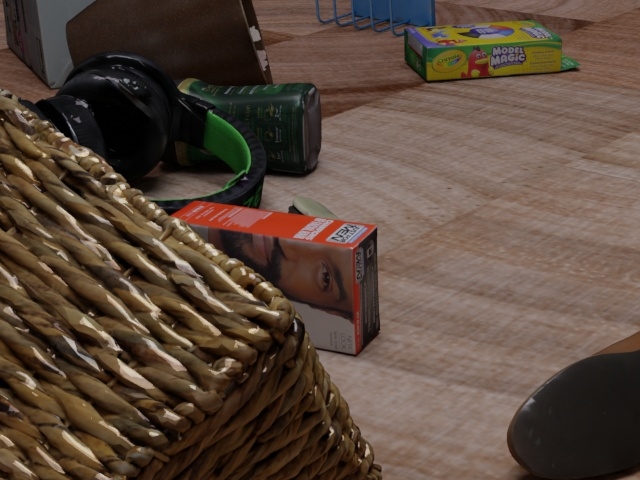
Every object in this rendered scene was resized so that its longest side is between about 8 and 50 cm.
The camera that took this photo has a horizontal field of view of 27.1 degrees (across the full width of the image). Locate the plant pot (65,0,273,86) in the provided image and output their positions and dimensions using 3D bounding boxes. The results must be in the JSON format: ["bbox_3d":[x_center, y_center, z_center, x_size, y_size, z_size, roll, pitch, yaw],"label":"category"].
[{"bbox_3d":[-0.200,-0.262,1.708,0.230,0.215,0.215,-16,21,4],"label":"plant pot"}]

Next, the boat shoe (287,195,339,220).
[{"bbox_3d":[0.002,0.001,1.201,0.049,0.042,0.133,17,13,-26],"label":"boat shoe"}]

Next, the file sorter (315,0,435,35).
[{"bbox_3d":[0.083,-0.397,2.112,0.170,0.118,0.104,18,31,41],"label":"file sorter"}]

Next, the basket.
[{"bbox_3d":[-0.145,0.095,0.805,0.299,0.223,0.213,34,72,34],"label":"basket"}]

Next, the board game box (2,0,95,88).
[{"bbox_3d":[-0.395,-0.364,1.918,0.097,0.224,0.303,-12,24,-21],"label":"board game box"}]

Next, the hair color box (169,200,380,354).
[{"bbox_3d":[-0.039,0.028,1.060,0.167,0.093,0.053,7,24,24],"label":"hair color box"}]

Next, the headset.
[{"bbox_3d":[-0.239,-0.125,1.325,0.394,0.185,0.243,20,33,18],"label":"headset"}]

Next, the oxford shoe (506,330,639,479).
[{"bbox_3d":[0.197,0.108,0.897,0.212,0.076,0.076,-20,-2,-34],"label":"oxford shoe"}]

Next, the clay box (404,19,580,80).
[{"bbox_3d":[0.238,-0.268,1.852,0.222,0.053,0.127,-6,22,-10],"label":"clay box"}]

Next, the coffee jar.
[{"bbox_3d":[-0.094,-0.127,1.458,0.184,0.096,0.079,5,23,14],"label":"coffee jar"}]
